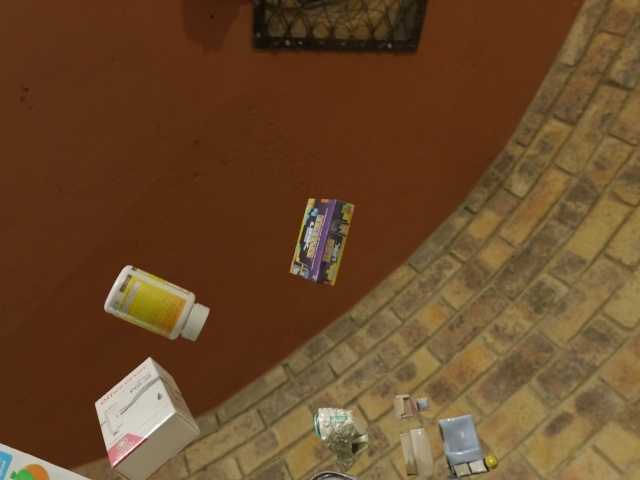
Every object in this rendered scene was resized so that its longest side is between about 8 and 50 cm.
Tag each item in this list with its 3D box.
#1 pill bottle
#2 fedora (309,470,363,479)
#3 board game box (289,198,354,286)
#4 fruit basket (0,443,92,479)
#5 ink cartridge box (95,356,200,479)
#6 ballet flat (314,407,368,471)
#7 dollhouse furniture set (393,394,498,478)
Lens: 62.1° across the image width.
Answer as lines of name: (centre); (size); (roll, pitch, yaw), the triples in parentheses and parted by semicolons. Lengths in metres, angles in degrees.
pill bottle: (-0.370, 0.151, 1.220); (0.215, 0.117, 0.117); (26, -75, -12)
fedora: (0.042, 0.667, 1.218); (0.124, 0.275, 0.244); (-20, -93, -50)
board game box: (0.000, 0.000, 1.110); (0.048, 0.141, 0.170); (15, -92, -24)
fruit basket: (-0.350, 0.473, 0.676); (0.165, 0.352, 0.327); (79, -152, -78)
ink cartridge box: (-0.483, 0.487, 1.457); (0.207, 0.283, 0.117); (-41, -55, -12)
ballet flat: (0.085, 0.628, 1.672); (0.147, 0.147, 0.409); (-32, -34, -9)
dollhouse furniture set: (0.431, 0.643, 1.779); (0.303, 0.287, 0.198); (-6, -23, -6)
